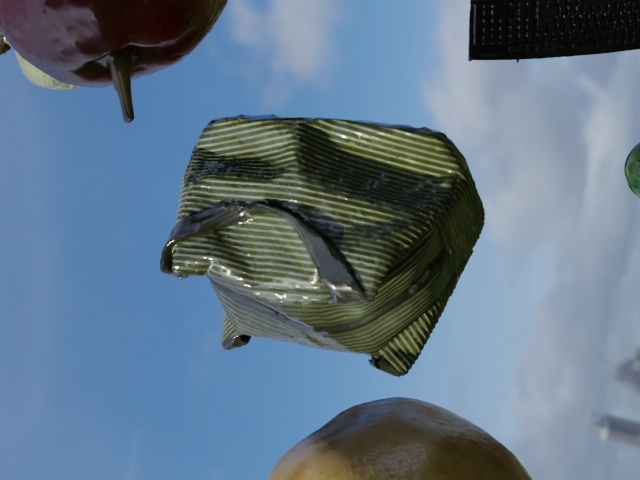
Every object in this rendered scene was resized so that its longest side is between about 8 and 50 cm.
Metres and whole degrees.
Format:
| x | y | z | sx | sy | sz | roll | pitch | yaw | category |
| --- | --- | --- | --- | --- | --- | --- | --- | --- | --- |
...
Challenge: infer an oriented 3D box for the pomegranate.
| x | y | z | sx | sy | sz | roll | pitch | yaw | category |
| --- | --- | --- | --- | --- | --- | --- | --- | --- | --- |
| 0.047 | 0.182 | 0.804 | 0.196 | 0.196 | 0.196 | 13 | -90 | -75 | pomegranate |

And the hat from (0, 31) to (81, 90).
| x | y | z | sx | sy | sz | roll | pitch | yaw | category |
| --- | --- | --- | --- | --- | --- | --- | --- | --- | --- |
| -0.350 | -0.280 | 2.157 | 0.257 | 0.257 | 0.130 | 49 | -153 | -72 | hat |

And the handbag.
| x | y | z | sx | sy | sz | roll | pitch | yaw | category |
| --- | --- | --- | --- | --- | --- | --- | --- | --- | --- |
| 0.000 | 0.000 | 1.760 | 0.247 | 0.340 | 0.240 | 59 | -136 | -53 | handbag |

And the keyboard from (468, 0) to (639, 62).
| x | y | z | sx | sy | sz | roll | pitch | yaw | category |
| --- | --- | --- | --- | --- | --- | --- | --- | --- | --- |
| 0.307 | -0.270 | 1.973 | 0.017 | 0.250 | 0.087 | -120 | 27 | -66 | keyboard |

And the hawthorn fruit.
| x | y | z | sx | sy | sz | roll | pitch | yaw | category |
| --- | --- | --- | --- | --- | --- | --- | --- | --- | --- |
| -0.231 | -0.286 | 1.747 | 0.287 | 0.287 | 0.330 | 53 | -151 | -71 | hawthorn fruit |

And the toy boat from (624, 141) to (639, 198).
| x | y | z | sx | sy | sz | roll | pitch | yaw | category |
| --- | --- | --- | --- | --- | --- | --- | --- | --- | --- |
| 0.400 | -0.092 | 1.542 | 0.052 | 0.210 | 0.104 | 69 | 180 | -58 | toy boat |
